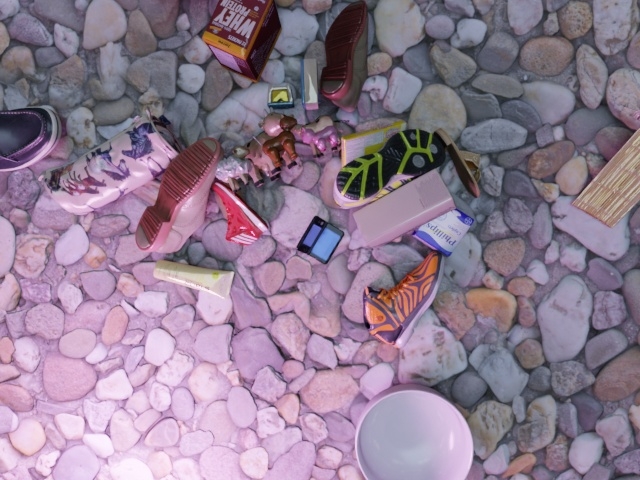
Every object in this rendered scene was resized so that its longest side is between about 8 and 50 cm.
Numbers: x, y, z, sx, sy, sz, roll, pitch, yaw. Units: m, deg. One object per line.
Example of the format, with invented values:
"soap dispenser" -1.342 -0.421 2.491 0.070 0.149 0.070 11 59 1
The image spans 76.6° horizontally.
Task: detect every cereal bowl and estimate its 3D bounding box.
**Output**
"cereal bowl" 0.270 0.588 1.219 0.339 0.141 0.338 0 92 2

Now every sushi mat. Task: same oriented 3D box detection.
"sushi mat" 0.909 -0.196 1.184 0.151 0.019 0.316 33 112 0

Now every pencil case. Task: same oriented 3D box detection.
"pencil case" -0.626 -0.229 1.228 0.410 0.160 0.183 -28 115 3

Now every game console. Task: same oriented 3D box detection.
"game console" 0.000 0.000 1.255 0.071 0.107 0.122 31 92 30

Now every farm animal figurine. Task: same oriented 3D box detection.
"farm animal figurine" -0.117 -0.291 1.184 0.327 0.330 0.172 -25 93 31

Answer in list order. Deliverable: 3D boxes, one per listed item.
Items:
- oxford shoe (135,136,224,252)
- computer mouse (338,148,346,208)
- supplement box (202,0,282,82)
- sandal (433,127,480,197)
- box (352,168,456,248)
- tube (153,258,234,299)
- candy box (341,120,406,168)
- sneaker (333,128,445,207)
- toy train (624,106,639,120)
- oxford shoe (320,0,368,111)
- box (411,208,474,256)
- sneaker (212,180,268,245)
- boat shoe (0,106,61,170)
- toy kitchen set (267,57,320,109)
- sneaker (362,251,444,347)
"oxford shoe" -0.401 -0.130 1.228 0.397 0.146 0.140 -51 60 12
"computer mouse" 0.095 -0.193 1.259 0.106 0.042 0.193 11 92 1
"supplement box" -0.221 -0.609 1.188 0.129 0.194 0.191 25 92 1
"sandal" 0.441 -0.250 1.223 0.079 0.088 0.240 -32 83 0
"box" 0.244 -0.087 1.187 0.275 0.094 0.113 -27 68 17
"tube" -0.399 0.115 1.282 0.240 0.062 0.070 15 132 -3
"candy box" 0.158 -0.281 1.202 0.206 0.027 0.105 -19 132 -17
"sneaker" 0.195 -0.212 1.196 0.385 0.147 0.145 -23 83 -19
"toy train" 0.988 -0.293 1.197 0.248 0.105 0.143 14 105 2
"oxford shoe" 0.088 -0.556 1.231 0.123 0.130 0.348 6 76 36
"box" 0.371 -0.039 1.236 0.126 0.072 0.137 33 93 2
"sneaker" -0.279 -0.073 1.257 0.221 0.087 0.128 44 91 2
"boat shoe" -1.060 -0.308 1.253 0.500 0.156 0.186 -11 89 1
"toy kitchen set" -0.085 -0.422 1.179 0.166 0.207 0.122 -2 90 3
"sneaker" 0.234 0.154 1.219 0.180 0.124 0.321 27 92 1
